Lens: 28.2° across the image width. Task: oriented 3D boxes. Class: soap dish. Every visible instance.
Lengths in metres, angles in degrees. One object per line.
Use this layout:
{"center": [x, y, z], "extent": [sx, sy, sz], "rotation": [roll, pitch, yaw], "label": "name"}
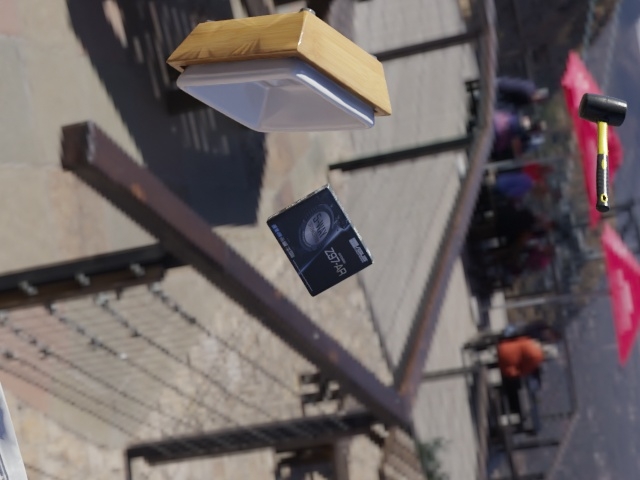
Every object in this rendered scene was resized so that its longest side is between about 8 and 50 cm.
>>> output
{"center": [-0.060, -0.260, 1.978], "extent": [0.229, 0.290, 0.118], "rotation": [27, 73, -44], "label": "soap dish"}

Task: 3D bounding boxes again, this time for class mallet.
{"center": [0.382, -0.115, 1.684], "extent": [0.039, 0.062, 0.190], "rotation": [107, -14, -56], "label": "mallet"}

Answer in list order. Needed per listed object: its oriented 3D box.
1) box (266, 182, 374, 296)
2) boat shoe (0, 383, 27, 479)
{"center": [0.000, 0.000, 1.159], "extent": [0.083, 0.067, 0.018], "rotation": [59, 10, -11], "label": "box"}
{"center": [-0.377, 0.254, 1.417], "extent": [0.096, 0.088, 0.268], "rotation": [-135, -146, -58], "label": "boat shoe"}
